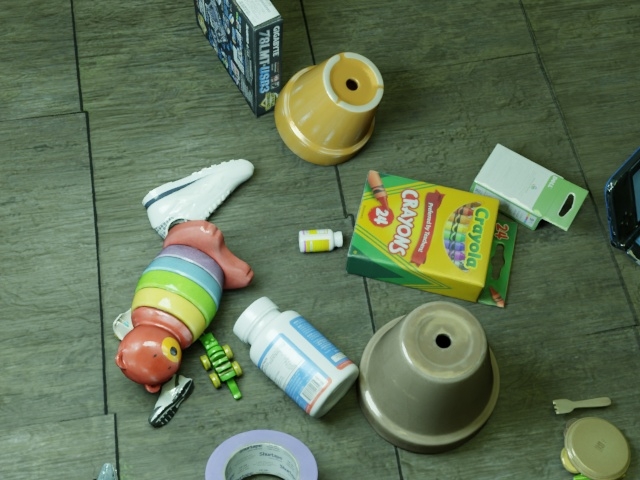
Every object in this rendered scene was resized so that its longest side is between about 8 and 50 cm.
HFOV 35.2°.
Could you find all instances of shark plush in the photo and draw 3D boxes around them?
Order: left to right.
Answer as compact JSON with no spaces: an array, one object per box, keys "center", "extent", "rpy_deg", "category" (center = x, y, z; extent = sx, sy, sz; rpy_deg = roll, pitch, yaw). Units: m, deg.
[{"center":[-0.386,0.460,1.710],"extent":[0.073,0.067,0.161],"rpy_deg":[24,64,9],"category":"shark plush"}]

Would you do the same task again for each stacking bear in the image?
[{"center":[-0.268,0.130,1.818],"extent":[0.164,0.175,0.289],"rpy_deg":[-6,45,36],"category":"stacking bear"}]

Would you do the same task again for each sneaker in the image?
[{"center":[-0.277,0.289,1.827],"extent":[0.043,0.040,0.109],"rpy_deg":[24,59,28],"category":"sneaker"},{"center":[-0.232,-0.086,2.004],"extent":[0.235,0.090,0.095],"rpy_deg":[-26,79,-11],"category":"sneaker"}]

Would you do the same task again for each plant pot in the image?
[{"center":[0.032,-0.278,2.016],"extent":[0.205,0.188,0.205],"rpy_deg":[6,71,-18],"category":"plant pot"},{"center":[0.197,0.217,1.774],"extent":[0.263,0.229,0.263],"rpy_deg":[1,62,-1],"category":"plant pot"}]

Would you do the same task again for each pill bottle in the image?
[{"center":[-0.049,0.206,1.827],"extent":[0.221,0.124,0.124],"rpy_deg":[42,68,17],"category":"pill bottle"},{"center":[0.000,0.000,1.981],"extent":[0.083,0.043,0.043],"rpy_deg":[-3,63,-5],"category":"pill bottle"}]

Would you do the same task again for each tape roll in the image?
[{"center":[-0.099,0.415,1.699],"extent":[0.189,0.080,0.189],"rpy_deg":[1,36,-1],"category":"tape roll"}]

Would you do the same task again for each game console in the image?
[{"center":[0.722,-0.082,1.993],"extent":[0.293,0.250,0.173],"rpy_deg":[-43,45,-22],"category":"game console"}]

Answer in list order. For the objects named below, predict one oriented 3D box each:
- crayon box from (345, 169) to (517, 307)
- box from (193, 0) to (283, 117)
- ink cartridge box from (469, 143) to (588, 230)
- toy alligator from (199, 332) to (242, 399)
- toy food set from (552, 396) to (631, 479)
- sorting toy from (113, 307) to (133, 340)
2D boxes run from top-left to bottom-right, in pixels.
[{"center":[0.225,-0.005,1.974],"extent":[0.318,0.081,0.202],"rpy_deg":[13,62,3],"category":"crayon box"},{"center":[-0.175,-0.450,2.068],"extent":[0.073,0.295,0.293],"rpy_deg":[-25,65,-15],"category":"box"},{"center":[0.419,-0.096,2.040],"extent":[0.209,0.062,0.109],"rpy_deg":[30,65,12],"category":"ink cartridge box"},{"center":[-0.195,0.206,1.861],"extent":[0.056,0.051,0.190],"rpy_deg":[-25,66,-15],"category":"toy alligator"},{"center":[0.492,0.378,1.816],"extent":[0.132,0.038,0.192],"rpy_deg":[-3,57,-12],"category":"toy food set"},{"center":[-0.339,0.159,1.887],"extent":[0.083,0.045,0.075],"rpy_deg":[34,49,-7],"category":"sorting toy"}]
